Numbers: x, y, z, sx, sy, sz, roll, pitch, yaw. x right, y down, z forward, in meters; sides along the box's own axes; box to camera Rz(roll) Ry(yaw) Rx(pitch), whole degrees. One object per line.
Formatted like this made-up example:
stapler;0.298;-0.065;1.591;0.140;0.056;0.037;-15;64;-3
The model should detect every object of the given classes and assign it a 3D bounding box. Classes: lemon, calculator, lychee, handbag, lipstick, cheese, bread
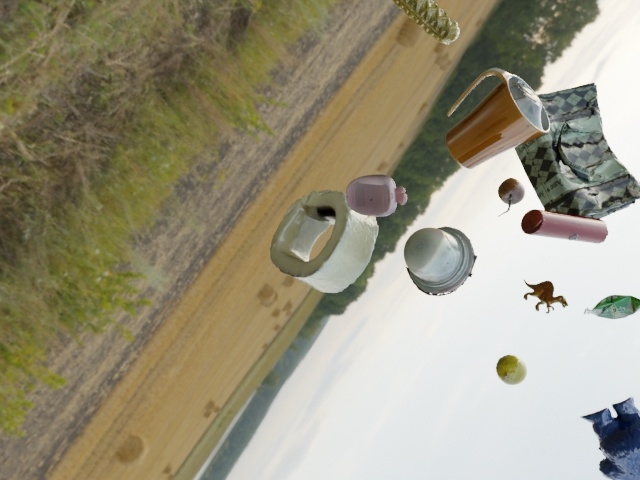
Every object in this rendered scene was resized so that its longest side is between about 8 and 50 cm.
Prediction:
lemon;0.685;0.463;2.013;0.109;0.109;0.133;-58;152;14
calculator;0.133;-0.109;1.373;0.024;0.166;0.103;-18;106;-54
lychee;0.745;-0.179;2.190;0.114;0.101;0.140;119;-32;-57
handbag;0.785;-0.253;1.717;0.316;0.416;0.180;-15;164;-16
lipstick;0.642;-0.035;1.468;0.073;0.279;0.073;-14;-106;59
cheese;0.003;-0.001;1.728;0.332;0.153;0.292;8;-107;48
bread;0.278;-0.738;1.720;0.077;0.367;0.084;-48;180;-2

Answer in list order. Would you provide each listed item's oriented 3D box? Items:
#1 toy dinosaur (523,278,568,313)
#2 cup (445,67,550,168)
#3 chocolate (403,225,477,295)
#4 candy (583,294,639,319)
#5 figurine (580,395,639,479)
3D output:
toy dinosaur;0.861;0.200;2.183;0.142;0.057;0.212;-56;-141;41
cup;0.466;-0.331;1.534;0.264;0.226;0.182;-35;-170;41
chocolate;0.298;0.030;1.522;0.147;0.221;0.221;36;85;-44
candy;1.032;0.230;1.965;0.141;0.203;0.078;49;36;-54
figurine;0.685;0.469;1.207;0.164;0.262;0.121;-40;168;6
